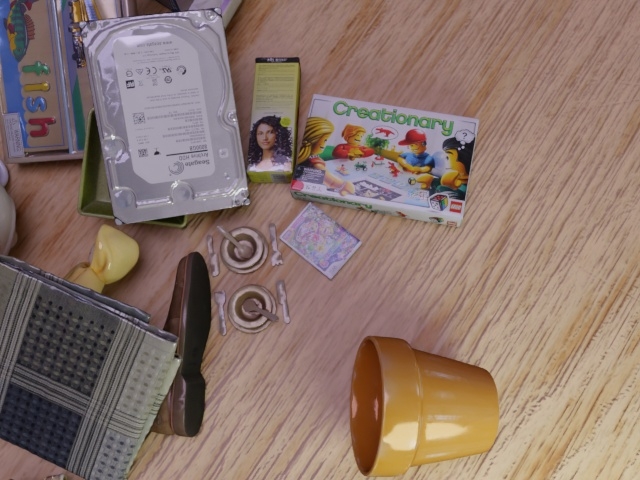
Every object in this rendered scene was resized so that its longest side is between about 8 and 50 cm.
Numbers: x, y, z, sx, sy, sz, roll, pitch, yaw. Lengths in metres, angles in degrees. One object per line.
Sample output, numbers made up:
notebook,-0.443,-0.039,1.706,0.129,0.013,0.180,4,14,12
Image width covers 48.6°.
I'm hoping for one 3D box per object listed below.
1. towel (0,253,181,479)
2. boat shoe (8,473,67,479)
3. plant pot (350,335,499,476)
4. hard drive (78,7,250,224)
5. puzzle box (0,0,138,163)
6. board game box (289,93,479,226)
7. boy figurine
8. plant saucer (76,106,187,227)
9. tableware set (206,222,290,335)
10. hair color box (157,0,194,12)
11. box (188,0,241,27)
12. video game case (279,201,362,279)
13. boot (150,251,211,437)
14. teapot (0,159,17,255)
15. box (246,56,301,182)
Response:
towel,-0.396,0.207,1.100,0.312,0.056,0.324,26,112,0
boat shoe,-0.422,0.405,1.139,0.170,0.063,0.059,16,72,0
plant pot,0.158,0.252,1.073,0.188,0.205,0.205,4,73,-10
hard drive,-0.260,-0.209,1.206,0.237,0.064,0.338,-9,100,-11
puzzle box,-0.462,-0.348,1.288,0.272,0.052,0.408,-4,98,6
board game box,0.115,-0.145,1.262,0.305,0.053,0.193,10,74,8
boy figurine,-0.425,0.091,1.179,0.285,0.177,0.092,-44,103,-4
plant saucer,-0.322,-0.127,1.257,0.188,0.045,0.188,7,95,-13
tableware set,-0.128,0.063,1.227,0.128,0.039,0.194,-11,72,2
hair color box,-0.216,-0.629,1.379,0.105,0.174,0.347,35,79,13
box,-0.203,-0.432,1.334,0.063,0.067,0.324,22,63,0
video game case,0.000,0.000,1.250,0.122,0.011,0.087,38,79,15
boot,-0.250,0.165,1.178,0.115,0.112,0.305,0,75,16
teapot,-0.619,-0.029,1.232,0.252,0.187,0.256,25,94,40
box,-0.083,-0.223,1.302,0.087,0.058,0.232,0,72,5
